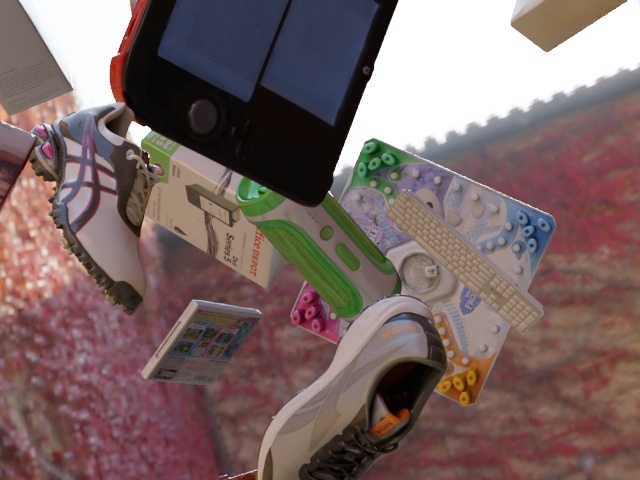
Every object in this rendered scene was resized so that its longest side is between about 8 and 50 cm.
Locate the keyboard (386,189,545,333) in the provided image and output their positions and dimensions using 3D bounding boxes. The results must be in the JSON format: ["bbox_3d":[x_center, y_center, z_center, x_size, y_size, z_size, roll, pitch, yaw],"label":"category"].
[{"bbox_3d":[0.198,0.030,1.853,0.014,0.256,0.072,-43,-8,-39],"label":"keyboard"}]

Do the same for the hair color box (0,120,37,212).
[{"bbox_3d":[-0.311,-0.047,1.135,0.093,0.167,0.053,24,-54,-10],"label":"hair color box"}]

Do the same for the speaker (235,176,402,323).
[{"bbox_3d":[0.000,0.000,2.067,0.131,0.131,0.296,-30,-58,21],"label":"speaker"}]

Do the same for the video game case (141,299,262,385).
[{"bbox_3d":[-0.176,0.155,2.002,0.157,0.019,0.143,14,-64,-54],"label":"video game case"}]

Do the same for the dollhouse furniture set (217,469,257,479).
[{"bbox_3d":[-0.218,0.472,2.019,0.374,0.152,0.201,-20,0,9],"label":"dollhouse furniture set"}]

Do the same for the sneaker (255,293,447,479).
[{"bbox_3d":[0.027,0.181,1.305,0.100,0.108,0.271,25,-73,-28],"label":"sneaker"}]

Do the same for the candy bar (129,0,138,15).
[{"bbox_3d":[-0.263,-0.294,2.032,0.040,0.162,0.018,2,19,30],"label":"candy bar"}]

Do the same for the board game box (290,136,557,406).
[{"bbox_3d":[0.183,0.060,2.489,0.390,0.390,0.050,-67,-10,10],"label":"board game box"}]

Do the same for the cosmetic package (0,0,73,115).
[{"bbox_3d":[-0.478,-0.309,2.042,0.117,0.085,0.231,-21,-44,2],"label":"cosmetic package"}]

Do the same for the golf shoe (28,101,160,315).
[{"bbox_3d":[-0.226,-0.046,1.424,0.120,0.273,0.105,-29,-35,1],"label":"golf shoe"}]

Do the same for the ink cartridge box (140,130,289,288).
[{"bbox_3d":[-0.160,-0.074,2.232,0.115,0.272,0.198,-50,-17,-34],"label":"ink cartridge box"}]

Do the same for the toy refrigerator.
[{"bbox_3d":[0.423,-0.403,2.082,0.094,0.102,0.269,33,-35,-21],"label":"toy refrigerator"}]

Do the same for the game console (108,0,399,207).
[{"bbox_3d":[-0.059,-0.271,1.629,0.342,0.387,0.060,25,-7,-34],"label":"game console"}]
